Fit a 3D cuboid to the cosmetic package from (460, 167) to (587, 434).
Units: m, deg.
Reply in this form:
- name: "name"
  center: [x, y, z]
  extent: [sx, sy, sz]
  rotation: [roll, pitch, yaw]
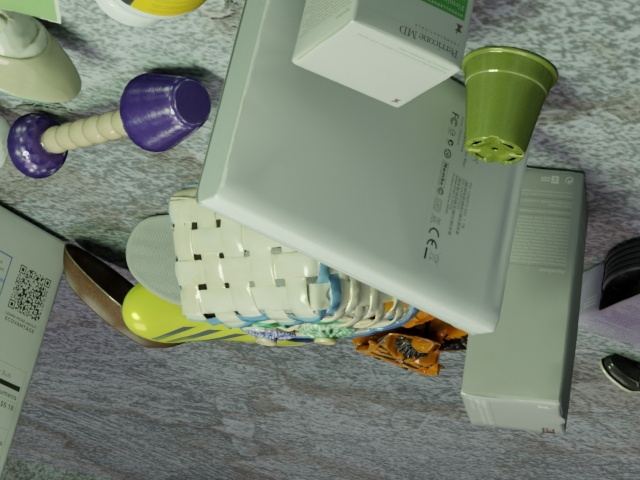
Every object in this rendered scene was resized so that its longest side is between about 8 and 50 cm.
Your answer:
- name: "cosmetic package"
  center: [0.202, 0.060, 1.499]
  extent: [0.107, 0.238, 0.127]
  rotation: [7, 159, 14]

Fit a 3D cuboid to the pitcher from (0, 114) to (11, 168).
- name: "pitcher"
  center: [-0.432, -0.138, 1.548]
  extent: [0.178, 0.125, 0.207]
  rotation: [22, 176, 20]

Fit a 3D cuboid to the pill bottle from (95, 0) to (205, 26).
- name: "pill bottle"
  center: [-0.110, -0.223, 1.120]
  extent: [0.103, 0.103, 0.184]
  rotation: [19, 159, -18]

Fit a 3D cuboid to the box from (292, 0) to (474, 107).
- name: "box"
  center: [0.049, -0.170, 1.189]
  extent: [0.101, 0.087, 0.102]
  rotation: [21, 159, -22]

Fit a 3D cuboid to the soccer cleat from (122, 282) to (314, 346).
- name: "soccer cleat"
  center: [-0.106, 0.084, 1.905]
  extent: [0.289, 0.093, 0.121]
  rotation: [6, 175, -36]

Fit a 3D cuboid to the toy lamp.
- name: "toy lamp"
  center: [-0.210, -0.114, 1.518]
  extent: [0.274, 0.080, 0.080]
  rotation: [-8, 151, 46]

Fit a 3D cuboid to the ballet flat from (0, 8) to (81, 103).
- name: "ballet flat"
  center: [-0.319, -0.197, 1.369]
  extent: [0.248, 0.086, 0.086]
  rotation: [21, 159, -19]

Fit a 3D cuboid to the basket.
- name: "basket"
  center: [0.000, 0.000, 1.558]
  extent: [0.255, 0.201, 0.289]
  rotation: [-3, -171, 38]

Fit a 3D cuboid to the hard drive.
- name: "hard drive"
  center: [0.048, -0.067, 1.300]
  extent: [0.307, 0.203, 0.040]
  rotation: [26, 156, -33]

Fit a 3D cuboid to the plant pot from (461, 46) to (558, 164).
- name: "plant pot"
  center: [0.154, -0.110, 1.303]
  extent: [0.083, 0.079, 0.083]
  rotation: [10, 160, 4]

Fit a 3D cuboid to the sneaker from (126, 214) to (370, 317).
- name: "sneaker"
  center: [-0.080, 0.049, 1.836]
  extent: [0.292, 0.108, 0.169]
  rotation: [14, 175, 30]

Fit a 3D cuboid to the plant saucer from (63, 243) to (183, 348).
- name: "plant saucer"
  center: [-0.261, 0.080, 1.977]
  extent: [0.198, 0.036, 0.198]
  rotation: [39, -178, -2]

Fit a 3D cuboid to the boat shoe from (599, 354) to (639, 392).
- name: "boat shoe"
  center: [0.419, 0.177, 1.978]
  extent: [0.133, 0.049, 0.042]
  rotation: [27, 129, -18]

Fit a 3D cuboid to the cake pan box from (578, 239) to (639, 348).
- name: "cake pan box"
  center: [0.431, 0.073, 1.651]
  extent: [0.267, 0.070, 0.246]
  rotation: [18, 157, -14]

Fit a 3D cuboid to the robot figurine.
- name: "robot figurine"
  center: [0.139, 0.098, 1.866]
  extent: [0.211, 0.085, 0.291]
  rotation: [20, 159, -18]

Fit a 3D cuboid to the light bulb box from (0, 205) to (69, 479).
- name: "light bulb box"
  center: [-0.545, 0.104, 1.893]
  extent: [0.225, 0.361, 0.358]
  rotation: [-1, 156, 37]

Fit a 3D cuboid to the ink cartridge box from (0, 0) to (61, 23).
- name: "ink cartridge box"
  center: [-0.321, -0.257, 1.228]
  extent: [0.235, 0.056, 0.171]
  rotation: [11, 160, -2]
